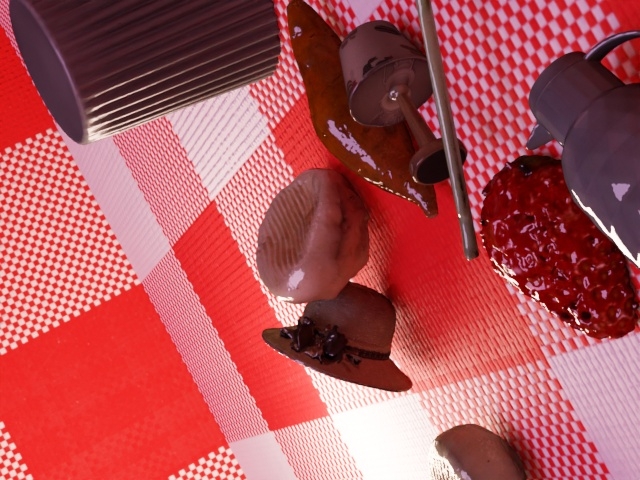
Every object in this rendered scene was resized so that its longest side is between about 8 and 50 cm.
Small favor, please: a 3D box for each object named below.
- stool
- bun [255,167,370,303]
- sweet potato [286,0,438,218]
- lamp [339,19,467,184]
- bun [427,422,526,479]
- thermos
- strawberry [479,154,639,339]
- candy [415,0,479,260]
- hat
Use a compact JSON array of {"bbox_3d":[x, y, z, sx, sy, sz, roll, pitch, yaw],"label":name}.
[{"bbox_3d":[-0.275,-0.322,2.017,0.297,0.330,0.297,50,157,30],"label":"stool"},{"bbox_3d":[0.000,0.000,2.022,0.133,0.231,0.231,24,176,-26],"label":"bun"},{"bbox_3d":[0.044,-0.165,1.770,0.359,0.112,0.112,53,158,16],"label":"sweet potato"},{"bbox_3d":[0.098,-0.168,1.599,0.121,0.121,0.215,94,155,-56],"label":"lamp"},{"bbox_3d":[0.245,0.362,1.943,0.195,0.118,0.195,53,156,37],"label":"bun"},{"bbox_3d":[0.311,-0.073,1.194,0.286,0.145,0.182,52,126,29],"label":"thermos"},{"bbox_3d":[0.255,0.024,1.485,0.237,0.111,0.190,60,158,5],"label":"strawberry"},{"bbox_3d":[0.131,-0.186,1.462,0.119,0.119,0.440,22,130,61],"label":"candy"},{"bbox_3d":[0.044,0.133,2.082,0.257,0.257,0.130,29,103,57],"label":"hat"}]
